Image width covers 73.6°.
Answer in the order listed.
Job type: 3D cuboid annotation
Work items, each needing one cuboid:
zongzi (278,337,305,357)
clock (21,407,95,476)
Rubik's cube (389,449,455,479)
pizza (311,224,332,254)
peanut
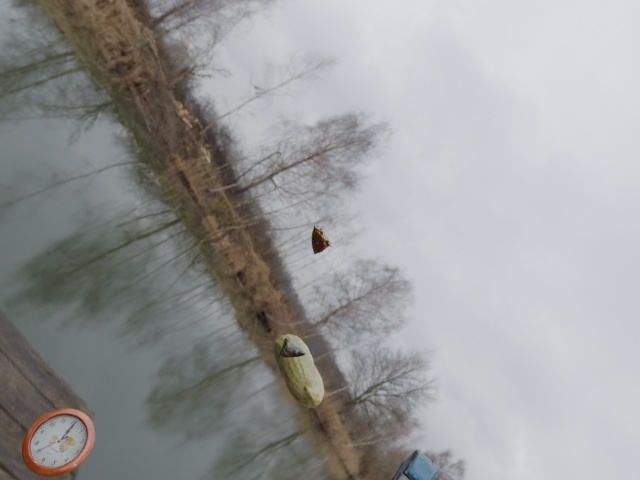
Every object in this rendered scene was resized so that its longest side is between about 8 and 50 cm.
[{"bbox_3d":[-0.097,0.370,1.426,0.083,0.067,0.073,22,-20,-10],"label":"zongzi"},{"bbox_3d":[-0.848,0.653,1.391,0.205,0.205,0.051,60,-36,21],"label":"clock"},{"bbox_3d":[0.409,1.133,1.723,0.362,0.358,0.363,36,-28,22],"label":"Rubik's cube"},{"bbox_3d":[-0.010,-0.007,1.497,0.100,0.029,0.099,-28,-102,47],"label":"pizza"},{"bbox_3d":[-0.077,0.470,1.557,0.319,0.147,0.148,50,-14,49],"label":"peanut"}]
